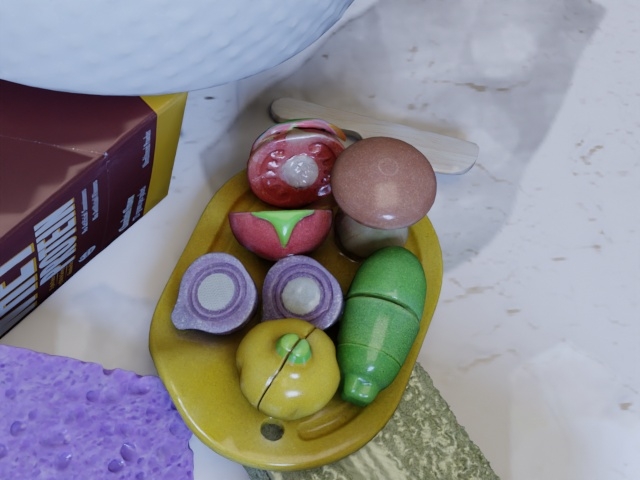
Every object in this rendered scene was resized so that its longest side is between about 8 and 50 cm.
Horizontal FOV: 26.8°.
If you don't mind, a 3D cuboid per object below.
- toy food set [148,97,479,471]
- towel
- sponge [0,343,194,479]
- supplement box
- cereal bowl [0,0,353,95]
[{"bbox_3d":[0.000,0.000,0.648,0.128,0.071,0.218,20,59,4],"label":"toy food set"},{"bbox_3d":[0.018,0.101,0.662,0.110,0.027,0.148,-31,79,-20],"label":"towel"},{"bbox_3d":[-0.110,0.157,0.587,0.117,0.031,0.210,16,64,-39],"label":"sponge"},{"bbox_3d":[-0.199,-0.049,0.618,0.191,0.129,0.194,45,69,6],"label":"supplement box"},{"bbox_3d":[-0.102,-0.235,0.582,0.339,0.141,0.339,12,56,-18],"label":"cereal bowl"}]
